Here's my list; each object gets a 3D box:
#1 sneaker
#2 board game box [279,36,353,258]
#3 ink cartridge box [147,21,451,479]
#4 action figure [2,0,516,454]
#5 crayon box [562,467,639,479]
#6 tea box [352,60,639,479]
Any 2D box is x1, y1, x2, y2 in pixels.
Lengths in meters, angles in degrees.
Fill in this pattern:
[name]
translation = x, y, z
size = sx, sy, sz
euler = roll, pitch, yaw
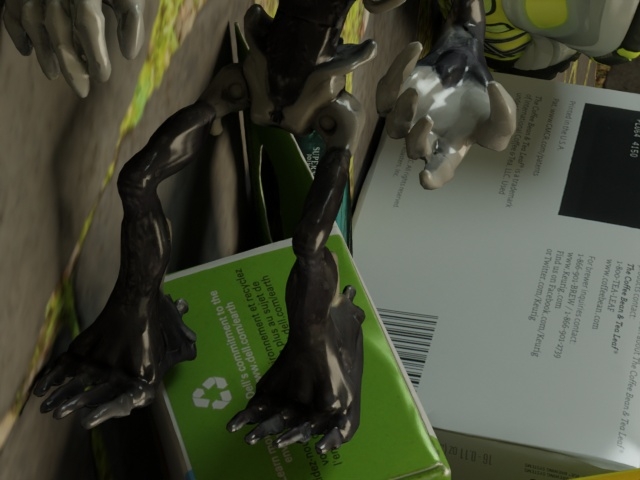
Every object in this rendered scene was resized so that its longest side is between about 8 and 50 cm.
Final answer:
[sneaker]
translation = 0.136, -0.198, 1.285
size = 0.145, 0.147, 0.384
euler = -64, -172, -6
[board game box]
translation = 0.000, 0.000, 1.001
size = 0.186, 0.026, 0.126
euler = 87, 7, -50
[ink cartridge box]
translation = -0.032, 0.063, 0.818
size = 0.189, 0.097, 0.255
euler = 86, -16, -50
[action figure]
translation = -0.011, -0.062, 0.616
size = 0.141, 0.164, 0.276
euler = -64, 167, -70
[crayon box]
translation = 0.112, 0.227, 1.055
size = 0.081, 0.318, 0.202
euler = -106, -170, -45
[tea box]
translation = 0.124, 0.112, 1.277
size = 0.324, 0.220, 0.329
euler = 88, 17, -44
